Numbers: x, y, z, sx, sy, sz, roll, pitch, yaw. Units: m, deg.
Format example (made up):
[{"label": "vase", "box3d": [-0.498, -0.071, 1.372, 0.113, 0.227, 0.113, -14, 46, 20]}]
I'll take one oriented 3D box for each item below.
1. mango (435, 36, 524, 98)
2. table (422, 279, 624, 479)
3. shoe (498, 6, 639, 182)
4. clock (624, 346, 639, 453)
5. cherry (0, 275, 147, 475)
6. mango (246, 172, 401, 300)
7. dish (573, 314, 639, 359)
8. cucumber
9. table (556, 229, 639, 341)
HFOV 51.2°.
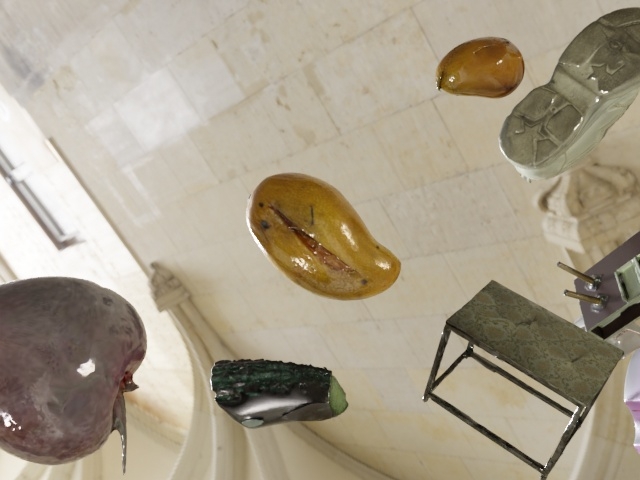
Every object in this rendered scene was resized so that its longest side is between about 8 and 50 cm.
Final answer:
[{"label": "mango", "box3d": [0.200, -0.215, 0.835, 0.127, 0.077, 0.063, -12, 172, -17]}, {"label": "table", "box3d": [0.457, 0.318, 1.554, 0.335, 0.272, 0.222, 31, -137, 28]}, {"label": "shoe", "box3d": [0.451, -0.235, 1.147, 0.342, 0.132, 0.210, -45, 157, 5]}, {"label": "clock", "box3d": [0.854, 0.378, 1.514, 0.338, 0.338, 0.102, -39, 178, -22]}, {"label": "cherry", "box3d": [-0.313, 0.147, 0.786, 0.183, 0.266, 0.213, -36, -150, 52]}, {"label": "mango", "box3d": [-0.002, -0.001, 1.165, 0.177, 0.295, 0.120, -52, 172, 6]}, {"label": "dish", "box3d": [0.839, 0.269, 1.966, 0.151, 0.212, 0.077, 120, -18, -54]}, {"label": "cucumber", "box3d": [-0.062, 0.234, 0.985, 0.193, 0.115, 0.086, -9, -145, 20]}, {"label": "table", "box3d": [0.485, 0.030, 1.042, 0.240, 0.111, 0.121, -48, -159, 35]}]
